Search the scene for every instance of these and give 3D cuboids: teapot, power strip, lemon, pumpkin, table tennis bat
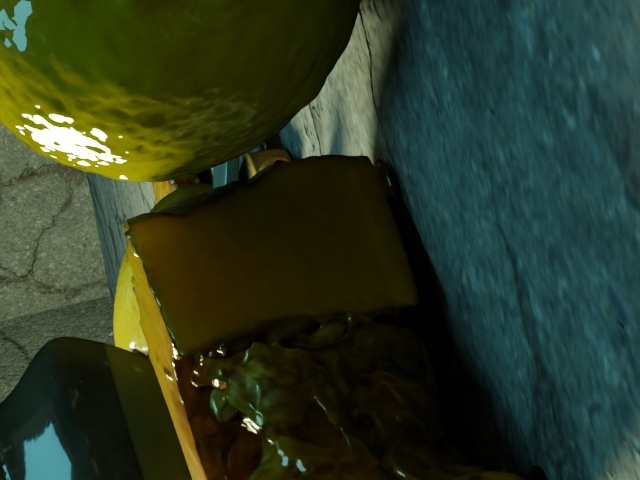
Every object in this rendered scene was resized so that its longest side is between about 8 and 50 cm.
[{"bbox_3d":[-0.127,0.119,0.782,0.165,0.119,0.130,110,141,-77],"label":"teapot"},{"bbox_3d":[-0.038,-0.031,1.103,0.178,0.028,0.049,127,129,-77],"label":"power strip"},{"bbox_3d":[-0.081,-0.129,0.748,0.260,0.204,0.204,130,126,-79],"label":"lemon"},{"bbox_3d":[-0.005,0.056,0.749,0.280,0.139,0.190,178,79,-78],"label":"pumpkin"},{"bbox_3d":[-0.068,-0.080,1.126,0.100,0.019,0.155,113,156,-69],"label":"table tennis bat"}]

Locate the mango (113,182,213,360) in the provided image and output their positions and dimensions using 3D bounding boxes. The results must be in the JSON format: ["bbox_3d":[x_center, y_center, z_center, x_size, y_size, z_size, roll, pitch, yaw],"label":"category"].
[{"bbox_3d":[-0.100,0.061,1.285,0.167,0.130,0.262,-119,23,-47],"label":"mango"}]

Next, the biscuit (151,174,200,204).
[{"bbox_3d":[-0.140,-0.029,1.616,0.305,0.038,0.305,166,90,-81],"label":"biscuit"}]
